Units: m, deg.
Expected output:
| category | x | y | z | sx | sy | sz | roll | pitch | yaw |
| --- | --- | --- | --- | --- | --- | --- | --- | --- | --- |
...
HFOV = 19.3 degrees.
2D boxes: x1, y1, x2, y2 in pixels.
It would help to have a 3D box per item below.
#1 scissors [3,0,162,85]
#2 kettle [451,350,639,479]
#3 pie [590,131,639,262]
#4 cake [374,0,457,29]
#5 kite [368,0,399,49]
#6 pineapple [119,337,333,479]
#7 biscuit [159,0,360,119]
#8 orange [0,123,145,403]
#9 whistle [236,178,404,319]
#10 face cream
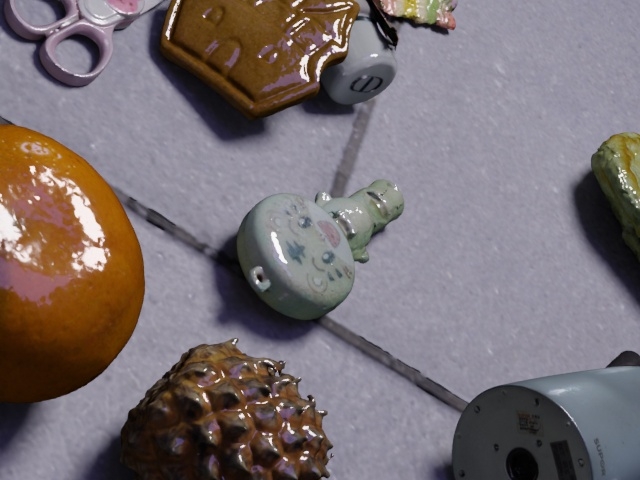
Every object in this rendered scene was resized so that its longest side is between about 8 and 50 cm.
| category | x | y | z | sx | sy | sz | roll | pitch | yaw |
| --- | --- | --- | --- | --- | --- | --- | --- | --- | --- |
| scissors | -0.205 | -0.237 | 1.885 | 0.118 | 0.030 | 0.242 | 51 | 45 | 5 |
| kettle | 0.270 | 0.224 | 1.833 | 0.243 | 0.160 | 0.210 | -9 | 83 | -48 |
| pie | 0.404 | -0.017 | 2.148 | 0.248 | 0.090 | 0.201 | 52 | 33 | 7 |
| cake | 0.100 | -0.346 | 2.198 | 0.109 | 0.090 | 0.225 | 14 | 70 | -32 |
| kite | 0.054 | -0.266 | 2.039 | 0.183 | 0.014 | 0.241 | 57 | 4 | -42 |
| pineapple | -0.066 | 0.181 | 1.587 | 0.193 | 0.166 | 0.166 | 43 | 43 | -6 |
| biscuit | -0.050 | -0.230 | 1.923 | 0.182 | 0.034 | 0.215 | 37 | 65 | 11 |
| orange | -0.263 | 0.023 | 1.542 | 0.240 | 0.171 | 0.240 | 14 | 57 | -23 |
| whistle | 0.000 | 0.000 | 1.843 | 0.126 | 0.067 | 0.258 | 56 | 39 | 1 |
| face cream | -0.015 | -0.289 | 2.035 | 0.143 | 0.089 | 0.314 | 7 | 50 | -48 |
